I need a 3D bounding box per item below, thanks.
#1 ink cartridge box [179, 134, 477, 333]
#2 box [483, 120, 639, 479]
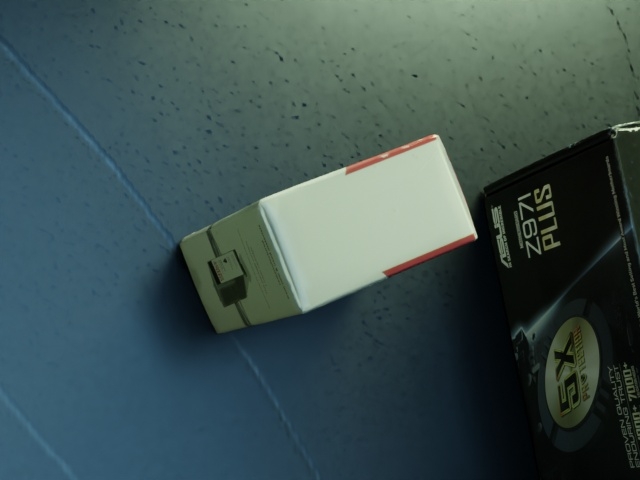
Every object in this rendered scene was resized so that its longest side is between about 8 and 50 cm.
[{"bbox_3d":[0.000,0.000,0.748,0.099,0.135,0.056,-22,90,-21],"label":"ink cartridge box"},{"bbox_3d":[0.164,0.039,0.791,0.077,0.147,0.180,-8,83,-20],"label":"box"}]
